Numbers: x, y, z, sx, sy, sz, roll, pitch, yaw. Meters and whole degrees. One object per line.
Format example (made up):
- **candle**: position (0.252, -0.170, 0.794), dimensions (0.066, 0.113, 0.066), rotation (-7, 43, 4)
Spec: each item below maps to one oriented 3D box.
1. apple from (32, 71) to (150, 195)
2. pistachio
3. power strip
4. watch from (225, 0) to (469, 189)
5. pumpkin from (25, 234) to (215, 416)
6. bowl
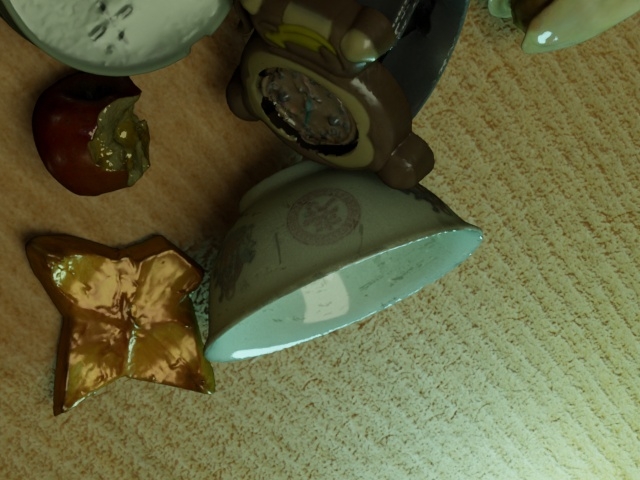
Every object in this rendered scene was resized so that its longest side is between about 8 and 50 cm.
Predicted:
- **apple**: position (-0.302, -0.137, 1.651), dimensions (0.147, 0.156, 0.158), rotation (-3, 128, -2)
- **pistachio**: position (0.399, -0.421, 1.869), dimensions (0.321, 0.229, 0.238), rotation (-39, 159, 2)
- **power strip**: position (-0.270, -0.391, 1.546), dimensions (0.357, 0.161, 0.357), rotation (-11, 115, -24)
- **watch**: position (0.068, -0.290, 1.671), dimensions (0.327, 0.314, 0.335), rotation (-54, 159, -26)
- **pumpkin**: position (-0.284, 0.107, 1.804), dimensions (0.258, 0.095, 0.290), rotation (-10, 113, -20)
- **bowl**: position (0.000, 0.000, 1.809), dimensions (0.435, 0.435, 0.196), rotation (-18, 76, -21)
